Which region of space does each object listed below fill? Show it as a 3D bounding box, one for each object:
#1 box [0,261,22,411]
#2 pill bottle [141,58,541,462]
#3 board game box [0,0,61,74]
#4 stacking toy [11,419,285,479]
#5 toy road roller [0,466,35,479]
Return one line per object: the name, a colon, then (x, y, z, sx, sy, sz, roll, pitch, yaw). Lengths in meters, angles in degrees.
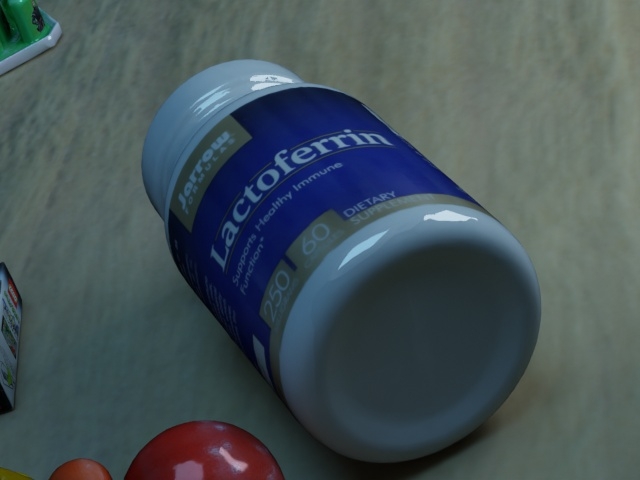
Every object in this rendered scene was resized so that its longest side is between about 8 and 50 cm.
box: (-0.295, 0.085, 1.265, 0.207, 0.036, 0.114, -15, 35, 7)
pill bottle: (0.000, 0.000, 1.140, 0.153, 0.153, 0.264, -28, 35, -12)
board game box: (-0.463, -0.162, 1.665, 0.390, 0.050, 0.390, -31, 36, -15)
stacking toy: (-0.176, 0.172, 1.018, 0.330, 0.141, 0.141, -19, 35, -6)
toy road roller: (-0.087, 0.214, 0.816, 0.330, 0.240, 0.202, -6, 38, 19)
